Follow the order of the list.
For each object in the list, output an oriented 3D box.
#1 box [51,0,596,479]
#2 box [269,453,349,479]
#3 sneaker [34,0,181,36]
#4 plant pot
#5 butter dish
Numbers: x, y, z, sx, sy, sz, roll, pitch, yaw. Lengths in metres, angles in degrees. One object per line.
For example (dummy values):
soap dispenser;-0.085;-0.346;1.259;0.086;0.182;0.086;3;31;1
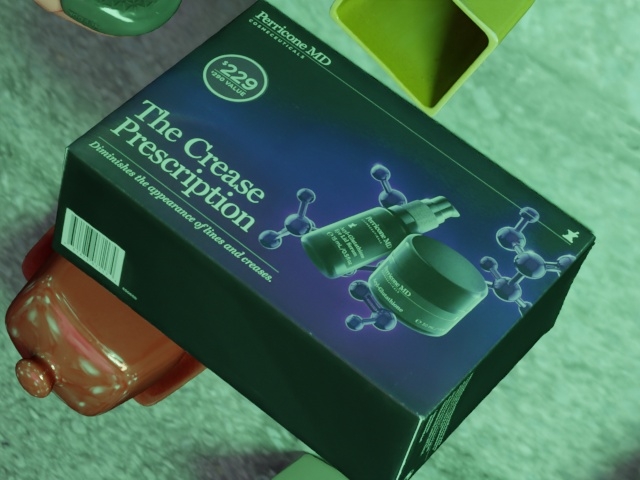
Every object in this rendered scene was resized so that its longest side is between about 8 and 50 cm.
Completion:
box;0.000;0.000;1.112;0.261;0.184;0.103;36;141;15
box;0.047;0.259;1.335;0.275;0.113;0.094;23;140;48
sneaker;-0.198;-0.216;1.200;0.314;0.116;0.136;40;155;22
plant pot;0.071;-0.133;0.997;0.081;0.083;0.081;46;145;3
butter dish;-0.184;0.076;1.432;0.160;0.118;0.160;49;144;-2
